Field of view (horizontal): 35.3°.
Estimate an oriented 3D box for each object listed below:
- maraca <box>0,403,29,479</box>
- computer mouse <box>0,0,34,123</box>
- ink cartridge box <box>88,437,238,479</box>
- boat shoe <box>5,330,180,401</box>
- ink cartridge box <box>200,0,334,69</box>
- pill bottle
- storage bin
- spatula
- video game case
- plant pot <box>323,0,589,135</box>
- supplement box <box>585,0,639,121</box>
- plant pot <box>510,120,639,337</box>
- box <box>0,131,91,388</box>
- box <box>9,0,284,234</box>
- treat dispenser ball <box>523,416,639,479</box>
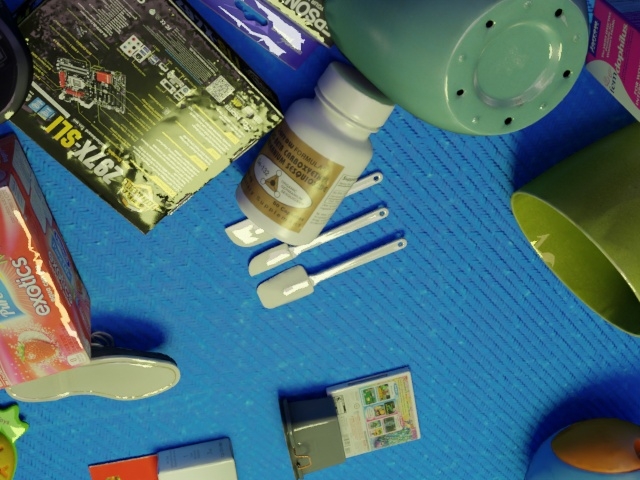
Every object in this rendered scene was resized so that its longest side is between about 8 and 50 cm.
[{"bbox_3d":[-0.526,0.331,1.547,0.127,0.099,0.186,25,88,-28],"label":"maraca"},{"bbox_3d":[-0.405,-0.250,1.156,0.188,0.072,0.272,-29,82,9],"label":"computer mouse"},{"bbox_3d":[-0.251,0.474,1.720,0.239,0.060,0.275,-10,124,-7],"label":"ink cartridge box"},{"bbox_3d":[-0.339,0.190,1.505,0.254,0.079,0.095,-5,126,-6],"label":"boat shoe"},{"bbox_3d":[-0.037,-0.336,1.254,0.206,0.045,0.208,31,112,-29],"label":"ink cartridge box"},{"bbox_3d":[-0.005,-0.118,1.349,0.131,0.131,0.229,25,114,-25],"label":"pill bottle"},{"bbox_3d":[-0.011,0.322,1.647,0.091,0.098,0.135,-13,123,-1],"label":"storage bin"},{"bbox_3d":[0.000,0.000,1.497,0.242,0.019,0.168,-23,119,2],"label":"spatula"},{"bbox_3d":[0.091,0.293,1.702,0.143,0.019,0.157,-14,123,-4],"label":"video game case"},{"bbox_3d":[0.179,-0.262,1.202,0.293,0.235,0.293,-13,132,-15],"label":"plant pot"},{"bbox_3d":[0.447,-0.237,1.319,0.114,0.220,0.111,-6,123,-7],"label":"supplement box"},{"bbox_3d":[0.473,-0.060,1.440,0.293,0.275,0.275,-41,123,-5],"label":"plant pot"},{"bbox_3d":[-0.421,0.030,1.341,0.142,0.154,0.300,-16,125,-2],"label":"box"},{"bbox_3d":[-0.244,-0.194,1.281,0.257,0.079,0.322,-38,122,14],"label":"box"},{"bbox_3d":[0.493,0.450,1.728,0.288,0.288,0.288,-6,123,-9],"label":"treat dispenser ball"}]
